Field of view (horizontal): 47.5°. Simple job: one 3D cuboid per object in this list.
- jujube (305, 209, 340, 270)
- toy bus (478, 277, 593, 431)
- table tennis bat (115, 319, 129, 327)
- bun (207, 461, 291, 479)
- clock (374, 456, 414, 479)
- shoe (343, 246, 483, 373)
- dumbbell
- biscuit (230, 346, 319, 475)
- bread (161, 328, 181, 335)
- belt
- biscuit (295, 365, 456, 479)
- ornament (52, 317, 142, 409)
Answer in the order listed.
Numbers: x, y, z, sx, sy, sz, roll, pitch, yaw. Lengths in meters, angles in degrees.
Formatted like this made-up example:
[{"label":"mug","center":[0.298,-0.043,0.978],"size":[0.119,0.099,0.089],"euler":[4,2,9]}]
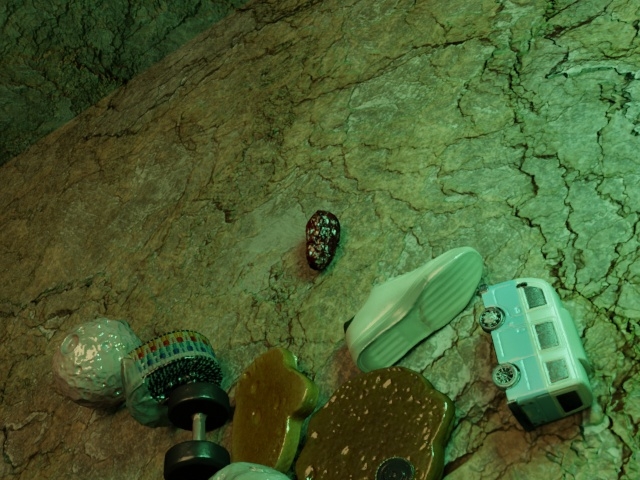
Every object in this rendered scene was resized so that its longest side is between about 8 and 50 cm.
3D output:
[{"label":"jujube","center":[0.002,0.002,1.933],"size":[0.104,0.104,0.165],"euler":[-1,69,40]},{"label":"toy bus","center":[0.405,0.198,1.376],"size":[0.165,0.133,0.271],"euler":[-21,46,19]},{"label":"table tennis bat","center":[-0.670,0.349,2.254],"size":[0.153,0.040,0.244],"euler":[-12,44,31]},{"label":"bun","center":[-0.173,0.607,1.420],"size":[0.355,0.194,0.354],"euler":[-15,64,33]},{"label":"clock","center":[0.139,0.445,1.378],"size":[0.083,0.010,0.074],"euler":[-1,55,40]},{"label":"shoe","center":[0.196,0.130,1.628],"size":[0.363,0.132,0.160],"euler":[-44,34,6]},{"label":"dumbbell","center":[-0.290,0.463,1.723],"size":[0.152,0.152,0.218],"euler":[-28,41,19]},{"label":"biscuit","center":[-0.103,0.393,1.661],"size":[0.287,0.057,0.343],"euler":[-42,35,30]},{"label":"bread","center":[-0.393,0.313,2.014],"size":[0.128,0.069,0.140],"euler":[-24,44,22]},{"label":"belt","center":[-0.384,0.354,1.862],"size":[0.258,0.207,0.150],"euler":[-30,37,-6]},{"label":"biscuit","center":[0.106,0.437,1.469],"size":[0.359,0.074,0.381],"euler":[-20,47,29]},{"label":"ornament","center":[-0.631,0.342,2.064],"size":[0.259,0.225,0.259],"euler":[-19,49,23]}]
